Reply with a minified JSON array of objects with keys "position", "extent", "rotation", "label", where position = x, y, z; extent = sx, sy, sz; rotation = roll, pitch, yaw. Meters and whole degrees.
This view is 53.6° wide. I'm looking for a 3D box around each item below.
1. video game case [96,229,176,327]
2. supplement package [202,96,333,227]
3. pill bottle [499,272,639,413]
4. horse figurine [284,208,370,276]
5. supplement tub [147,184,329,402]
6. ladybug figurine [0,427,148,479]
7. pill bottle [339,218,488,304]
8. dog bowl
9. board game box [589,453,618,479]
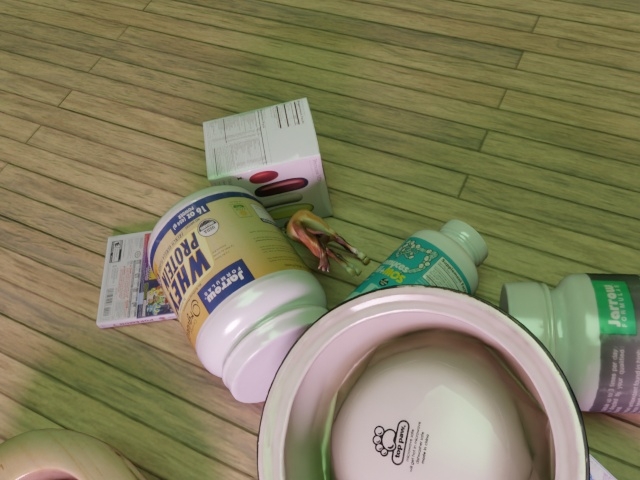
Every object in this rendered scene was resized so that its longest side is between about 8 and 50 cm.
[{"position":[-0.333,0.066,1.231],"extent":[0.183,0.023,0.201],"rotation":[-8,55,5],"label":"video game case"},{"position":[-0.096,-0.134,1.215],"extent":[0.203,0.194,0.149],"rotation":[-13,57,2],"label":"supplement package"},{"position":[0.454,0.150,0.926],"extent":[0.360,0.204,0.204],"rotation":[0,57,10],"label":"pill bottle"},{"position":[0.000,0.000,1.098],"extent":[0.174,0.263,0.066],"rotation":[34,92,7],"label":"horse figurine"},{"position":[-0.130,0.085,1.058],"extent":[0.228,0.228,0.316],"rotation":[-31,57,-11],"label":"supplement tub"},{"position":[-0.339,0.469,0.884],"extent":[0.305,0.162,0.449],"rotation":[-38,58,-15],"label":"ladybug figurine"},{"position":[0.162,0.082,1.058],"extent":[0.264,0.146,0.146],"rotation":[-42,60,-18],"label":"pill bottle"},{"position":[0.130,0.270,0.816],"extent":[0.407,0.150,0.408],"rotation":[-9,68,22],"label":"dog bowl"},{"position":[0.326,0.468,0.824],"extent":[0.318,0.066,0.318],"rotation":[-37,58,-14],"label":"board game box"}]
